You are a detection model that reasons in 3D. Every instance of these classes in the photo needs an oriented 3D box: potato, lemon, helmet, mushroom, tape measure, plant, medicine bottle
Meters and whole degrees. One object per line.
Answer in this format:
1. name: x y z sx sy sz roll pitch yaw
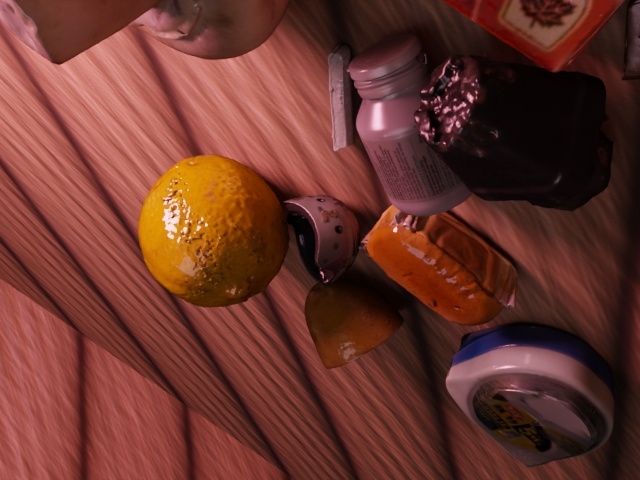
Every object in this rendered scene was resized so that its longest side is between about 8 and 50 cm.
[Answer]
1. potato: 0.045 0.145 1.131 0.158 0.178 0.203 56 165 -5
2. lemon: -0.193 -0.021 1.021 0.310 0.258 0.258 -122 14 -45
3. helmet: 0.013 -0.010 1.004 0.153 0.107 0.177 58 169 23
4. mushroom: -0.204 -0.318 0.632 0.314 0.336 0.314 33 151 20
5. tape measure: 0.388 0.281 1.032 0.259 0.138 0.262 40 143 -11
6. plant: 0.231 -0.121 0.658 0.256 0.142 0.164 20 172 -33
7. medicine bottle: 0.119 -0.150 0.747 0.135 0.135 0.215 -2 131 38

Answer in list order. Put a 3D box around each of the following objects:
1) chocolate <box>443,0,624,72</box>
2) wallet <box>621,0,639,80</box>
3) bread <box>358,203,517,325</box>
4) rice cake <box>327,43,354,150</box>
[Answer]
1. chocolate: 0.208 -0.306 0.529 0.237 0.108 0.235 35 142 0
2. wallet: 0.399 -0.206 0.564 0.176 0.026 0.095 7 134 31
3. bread: 0.193 0.039 0.932 0.241 0.107 0.136 38 146 -5
4. rice cake: 0.031 -0.203 0.839 0.029 0.033 0.171 19 141 21
